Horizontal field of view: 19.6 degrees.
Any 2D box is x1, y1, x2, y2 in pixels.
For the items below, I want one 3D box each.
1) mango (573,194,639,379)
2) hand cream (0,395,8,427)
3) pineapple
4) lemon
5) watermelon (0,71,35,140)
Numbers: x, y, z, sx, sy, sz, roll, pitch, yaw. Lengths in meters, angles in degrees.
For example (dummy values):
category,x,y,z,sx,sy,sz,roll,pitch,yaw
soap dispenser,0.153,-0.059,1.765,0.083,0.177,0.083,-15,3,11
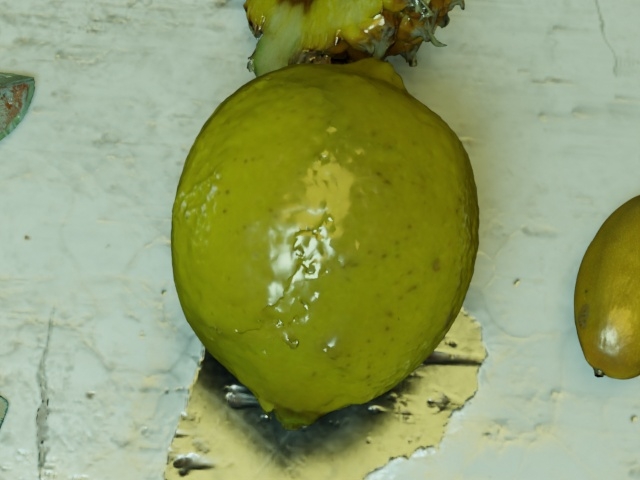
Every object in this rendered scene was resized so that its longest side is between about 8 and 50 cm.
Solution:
category,x,y,z,sx,sy,sz,roll,pitch,yaw
mango,0.270,0.035,1.600,0.098,0.075,0.190,28,68,-11
hand cream,-0.378,0.132,1.549,0.224,0.048,0.083,19,70,-3
pineapple,0.025,-0.177,1.625,0.140,0.250,0.164,16,86,-42
lemon,0.000,0.000,1.505,0.253,0.253,0.310,13,85,1
watermelon,-0.298,-0.128,1.620,0.085,0.061,0.085,2,78,-11
